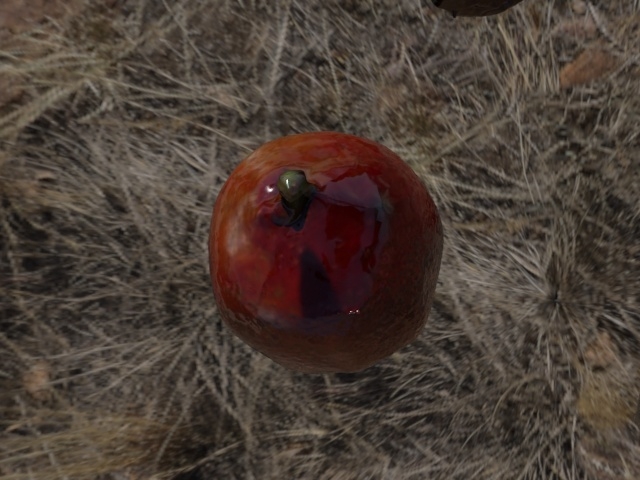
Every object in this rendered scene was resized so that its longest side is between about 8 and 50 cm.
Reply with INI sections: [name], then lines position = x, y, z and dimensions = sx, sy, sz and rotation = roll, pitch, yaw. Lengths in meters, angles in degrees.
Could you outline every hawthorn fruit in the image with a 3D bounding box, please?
[hawthorn fruit]
position = 0.000, 0.000, 0.706
dimensions = 0.169, 0.188, 0.169
rotation = -9, 55, 12

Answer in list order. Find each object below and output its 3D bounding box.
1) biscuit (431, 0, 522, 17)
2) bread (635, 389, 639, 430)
[biscuit]
position = 0.098, -0.234, 0.654
dimensions = 0.049, 0.192, 0.192
rotation = 19, 91, 45
[bread]
position = 0.204, 0.014, 0.517
dimensions = 0.053, 0.073, 0.214
rotation = 24, 114, 18
